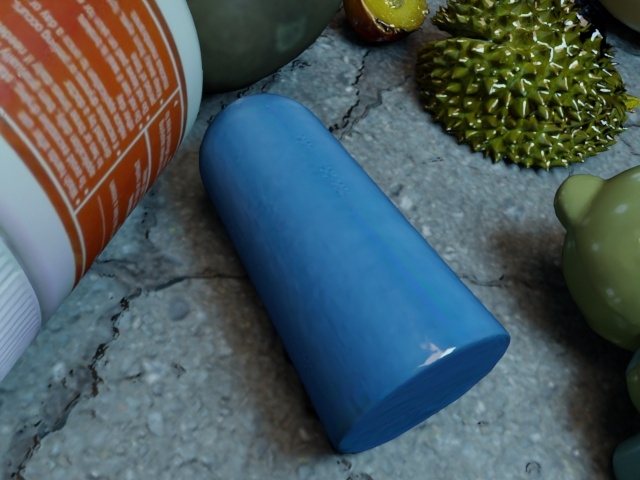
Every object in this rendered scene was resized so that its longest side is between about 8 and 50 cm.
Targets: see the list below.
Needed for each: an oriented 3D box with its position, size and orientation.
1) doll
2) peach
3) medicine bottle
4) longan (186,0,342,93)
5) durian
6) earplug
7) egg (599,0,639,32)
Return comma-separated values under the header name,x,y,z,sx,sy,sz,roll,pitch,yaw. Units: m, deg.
name,x,y,z,sx,sy,sz,roll,pitch,yaw
doll,0.283,0.059,0.502,0.177,0.161,0.260,-2,59,-14
peach,0.065,-0.244,0.715,0.098,0.061,0.098,11,68,-28
medicine bottle,-0.228,-0.075,0.399,0.253,0.252,0.240,24,53,2
longan,-0.085,-0.241,0.577,0.249,0.248,0.248,7,55,-10
durian,0.223,-0.178,0.664,0.238,0.137,0.193,5,55,-12
earplug,0.000,0.000,0.492,0.133,0.132,0.273,-20,60,-26
egg,0.412,-0.354,0.800,0.201,0.201,0.244,-17,51,-25
